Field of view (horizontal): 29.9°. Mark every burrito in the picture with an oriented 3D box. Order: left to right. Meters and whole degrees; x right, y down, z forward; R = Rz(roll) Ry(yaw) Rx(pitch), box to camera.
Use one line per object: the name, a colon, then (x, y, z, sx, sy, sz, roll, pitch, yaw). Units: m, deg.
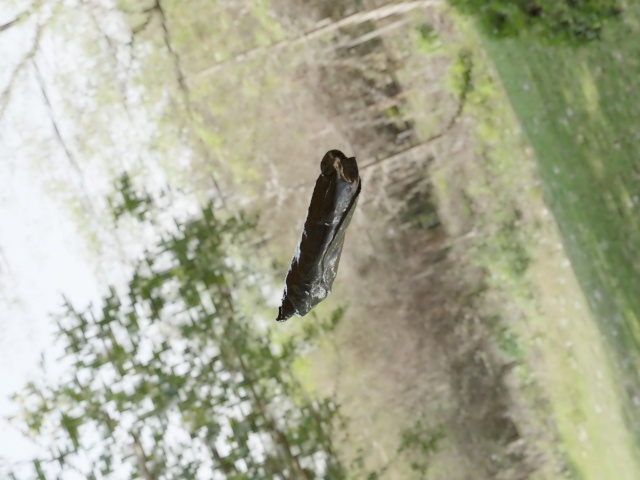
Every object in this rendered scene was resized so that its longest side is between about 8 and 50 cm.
burrito: (0.000, 0.000, 1.554, 0.059, 0.082, 0.275, 30, 129, 16)
